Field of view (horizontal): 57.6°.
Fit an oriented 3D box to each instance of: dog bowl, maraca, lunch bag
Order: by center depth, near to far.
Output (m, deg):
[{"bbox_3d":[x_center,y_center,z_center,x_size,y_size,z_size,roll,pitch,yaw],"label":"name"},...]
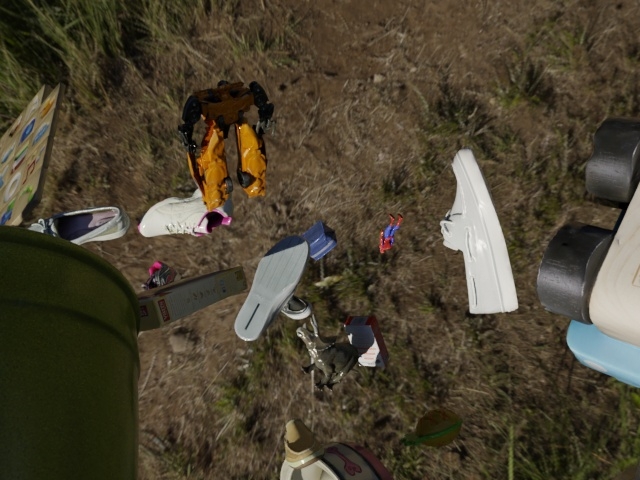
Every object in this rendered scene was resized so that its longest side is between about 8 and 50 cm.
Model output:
[{"bbox_3d":[0.068,0.692,1.448,0.150,0.408,0.409,-14,85,-34],"label":"dog bowl"},{"bbox_3d":[0.000,0.000,1.576,0.098,0.067,0.065,-38,126,22],"label":"lunch bag"},{"bbox_3d":[0.314,0.536,1.644,0.185,0.127,0.099,-20,83,-9],"label":"maraca"}]

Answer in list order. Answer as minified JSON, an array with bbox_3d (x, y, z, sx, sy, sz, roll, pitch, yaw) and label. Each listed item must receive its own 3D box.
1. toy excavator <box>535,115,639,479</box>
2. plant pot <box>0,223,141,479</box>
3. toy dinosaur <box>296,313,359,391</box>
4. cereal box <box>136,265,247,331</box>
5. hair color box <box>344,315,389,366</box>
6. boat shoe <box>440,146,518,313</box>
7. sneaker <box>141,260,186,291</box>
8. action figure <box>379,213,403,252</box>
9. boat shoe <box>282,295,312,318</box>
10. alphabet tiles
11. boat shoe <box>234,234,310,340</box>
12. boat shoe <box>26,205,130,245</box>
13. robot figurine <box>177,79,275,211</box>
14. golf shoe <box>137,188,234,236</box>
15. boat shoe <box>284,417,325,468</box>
[{"bbox_3d":[0.434,0.134,0.700,0.445,0.222,0.433,38,76,-43],"label":"toy excavator"},{"bbox_3d":[-0.309,0.238,0.489,0.366,0.367,0.353,-20,56,-7],"label":"plant pot"},{"bbox_3d":[0.050,0.354,1.710,0.313,0.121,0.160,30,100,-37],"label":"toy dinosaur"},{"bbox_3d":[-0.245,0.096,0.904,0.172,0.240,0.048,-13,92,23],"label":"cereal box"},{"bbox_3d":[0.146,0.315,1.824,0.093,0.053,0.167,-4,119,30],"label":"hair color box"},{"bbox_3d":[0.163,-0.006,0.630,0.063,0.066,0.184,-15,107,16],"label":"boat shoe"},{"bbox_3d":[-0.477,0.160,1.719,0.121,0.299,0.112,-43,109,5],"label":"sneaker"},{"bbox_3d":[0.162,-0.015,1.382,0.038,0.115,0.030,-7,42,-28],"label":"action figure"},{"bbox_3d":[-0.077,0.138,1.298,0.040,0.142,0.049,49,65,-38],"label":"boat shoe"},{"bbox_3d":[-0.446,-0.061,0.808,0.285,0.011,0.343,-35,45,27],"label":"alphabet tiles"},{"bbox_3d":[-0.090,0.087,1.118,0.083,0.076,0.226,37,98,12],"label":"boat shoe"},{"bbox_3d":[-0.724,-0.036,1.696,0.320,0.103,0.118,-11,72,-7],"label":"boat shoe"},{"bbox_3d":[-0.200,-0.208,1.244,0.210,0.291,0.085,-19,43,-23],"label":"robot figurine"},{"bbox_3d":[-0.408,-0.068,1.778,0.306,0.115,0.140,-23,57,-1],"label":"golf shoe"},{"bbox_3d":[-0.041,0.361,1.059,0.068,0.190,0.072,-17,84,-15],"label":"boat shoe"}]
